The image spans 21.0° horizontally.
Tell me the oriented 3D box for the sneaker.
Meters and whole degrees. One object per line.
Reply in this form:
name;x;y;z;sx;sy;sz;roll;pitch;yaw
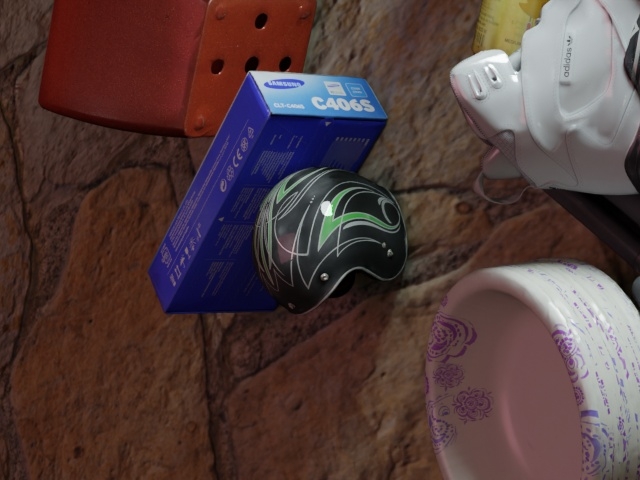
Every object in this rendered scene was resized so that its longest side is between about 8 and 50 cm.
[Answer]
sneaker;0.218;-0.207;1.565;0.137;0.210;0.366;-26;-71;-82

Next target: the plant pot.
plant pot;-0.158;-0.256;2.148;0.235;0.267;0.267;29;115;39

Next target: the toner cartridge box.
toner cartridge box;-0.070;-0.051;2.081;0.348;0.165;0.075;-59;45;38

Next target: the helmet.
helmet;0.000;0.000;1.976;0.169;0.161;0.169;2;93;57

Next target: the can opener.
can opener;0.291;-0.004;1.594;0.283;0.095;0.076;45;127;38

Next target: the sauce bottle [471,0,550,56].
sauce bottle;0.227;-0.306;1.671;0.111;0.111;0.344;35;120;51

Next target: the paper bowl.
paper bowl;0.229;0.157;1.630;0.284;0.148;0.284;24;118;57
